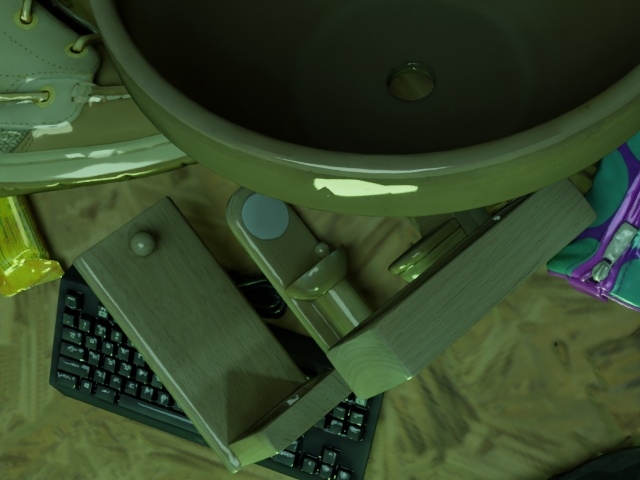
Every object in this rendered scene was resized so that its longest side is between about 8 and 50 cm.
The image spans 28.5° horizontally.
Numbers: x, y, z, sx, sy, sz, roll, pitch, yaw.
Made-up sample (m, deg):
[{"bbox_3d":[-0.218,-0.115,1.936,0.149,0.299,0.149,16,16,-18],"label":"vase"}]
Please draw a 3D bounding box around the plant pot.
[{"bbox_3d":[0.033,-0.093,0.504,0.237,0.237,0.110,14,150,13],"label":"plant pot"}]

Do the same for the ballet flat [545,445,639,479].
[{"bbox_3d":[0.135,0.138,0.610,0.173,0.049,0.057,-18,55,21],"label":"ballet flat"}]

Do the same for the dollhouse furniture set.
[{"bbox_3d":[0.000,0.000,0.548,0.123,0.144,0.151,53,153,0],"label":"dollhouse furniture set"}]

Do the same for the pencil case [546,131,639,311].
[{"bbox_3d":[0.152,-0.041,0.530,0.064,0.070,0.151,28,111,23],"label":"pencil case"}]

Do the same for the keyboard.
[{"bbox_3d":[-0.054,0.061,0.652,0.180,0.023,0.108,17,110,11],"label":"keyboard"}]

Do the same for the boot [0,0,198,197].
[{"bbox_3d":[-0.143,-0.124,0.588,0.262,0.095,0.203,-6,95,10],"label":"boot"}]

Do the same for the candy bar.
[{"bbox_3d":[-0.180,-0.048,0.661,0.040,0.018,0.161,-16,100,18],"label":"candy bar"}]
